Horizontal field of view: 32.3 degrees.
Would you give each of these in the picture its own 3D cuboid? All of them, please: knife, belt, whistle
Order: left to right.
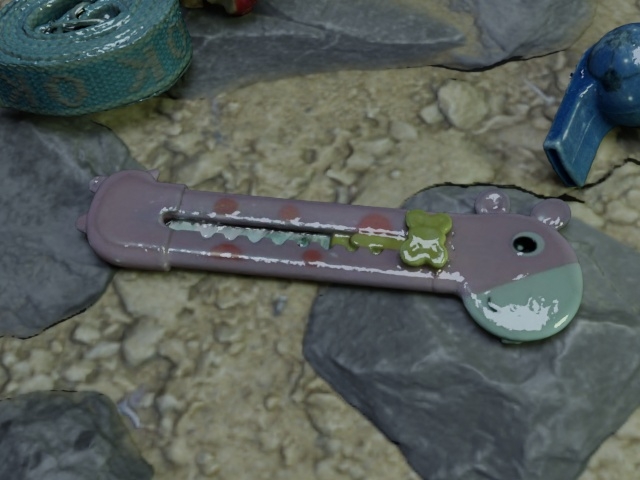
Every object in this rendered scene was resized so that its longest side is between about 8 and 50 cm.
[{"bbox_3d":[-0.195,-0.169,0.951,0.163,0.082,0.148,10,49,21],"label":"belt"},{"bbox_3d":[0.000,0.000,0.849,0.398,0.038,0.132,5,56,10],"label":"knife"},{"bbox_3d":[0.242,-0.116,0.867,0.090,0.090,0.158,18,62,17],"label":"whistle"}]

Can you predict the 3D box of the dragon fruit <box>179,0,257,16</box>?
[{"bbox_3d":[-0.083,-0.301,1.007,0.262,0.134,0.212,4,69,27],"label":"dragon fruit"}]
